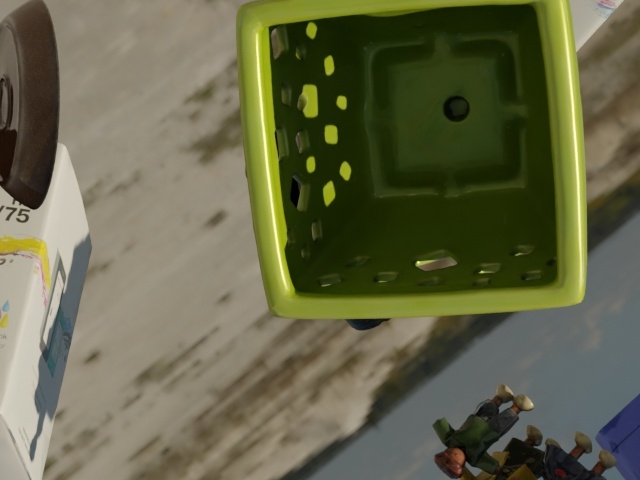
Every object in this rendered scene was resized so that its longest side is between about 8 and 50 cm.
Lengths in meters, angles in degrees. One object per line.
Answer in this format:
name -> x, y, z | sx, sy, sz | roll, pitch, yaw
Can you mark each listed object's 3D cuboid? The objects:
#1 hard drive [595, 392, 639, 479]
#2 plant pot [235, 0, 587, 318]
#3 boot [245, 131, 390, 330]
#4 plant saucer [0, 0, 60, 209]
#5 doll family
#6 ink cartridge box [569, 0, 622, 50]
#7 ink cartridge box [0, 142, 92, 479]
hard drive -> 0.417, 0.224, 1.486 | 0.210, 0.319, 0.040 | -45, 131, 10
plant pot -> 0.081, -0.079, 1.154 | 0.228, 0.227, 0.207 | -2, -168, 15
boot -> -0.002, -0.081, 1.788 | 0.118, 0.338, 0.223 | -30, 135, 16
plant saucer -> -0.239, -0.108, 1.260 | 0.029, 0.168, 0.168 | 0, 156, -24
doll family -> 0.169, 0.204, 1.253 | 0.111, 0.193, 0.076 | -41, 144, -29
ink cartridge box -> 0.291, -0.374, 2.003 | 0.306, 0.226, 0.131 | -47, -176, 26
ink cartridge box -> -0.339, 0.063, 1.456 | 0.197, 0.198, 0.270 | 90, 7, -61
